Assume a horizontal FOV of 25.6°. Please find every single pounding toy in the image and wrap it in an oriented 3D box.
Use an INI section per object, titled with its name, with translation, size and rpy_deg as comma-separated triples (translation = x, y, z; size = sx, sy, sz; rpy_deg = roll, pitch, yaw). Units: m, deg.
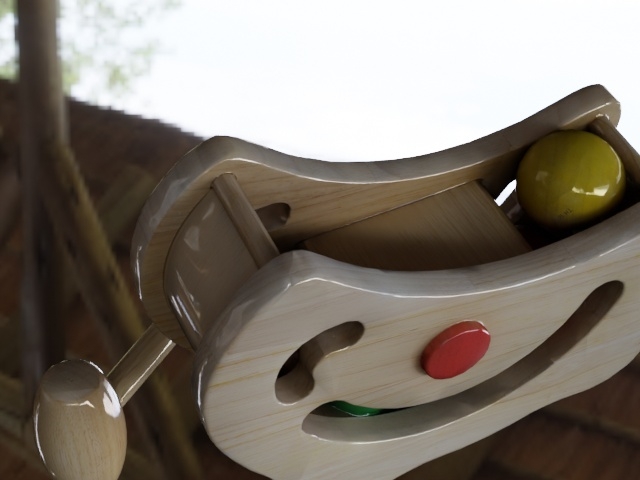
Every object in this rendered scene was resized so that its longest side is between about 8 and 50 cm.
[pounding toy]
translation = 0.000, 0.000, 0.563
size = 0.270, 0.154, 0.155
rpy_deg = -23, -128, -12
